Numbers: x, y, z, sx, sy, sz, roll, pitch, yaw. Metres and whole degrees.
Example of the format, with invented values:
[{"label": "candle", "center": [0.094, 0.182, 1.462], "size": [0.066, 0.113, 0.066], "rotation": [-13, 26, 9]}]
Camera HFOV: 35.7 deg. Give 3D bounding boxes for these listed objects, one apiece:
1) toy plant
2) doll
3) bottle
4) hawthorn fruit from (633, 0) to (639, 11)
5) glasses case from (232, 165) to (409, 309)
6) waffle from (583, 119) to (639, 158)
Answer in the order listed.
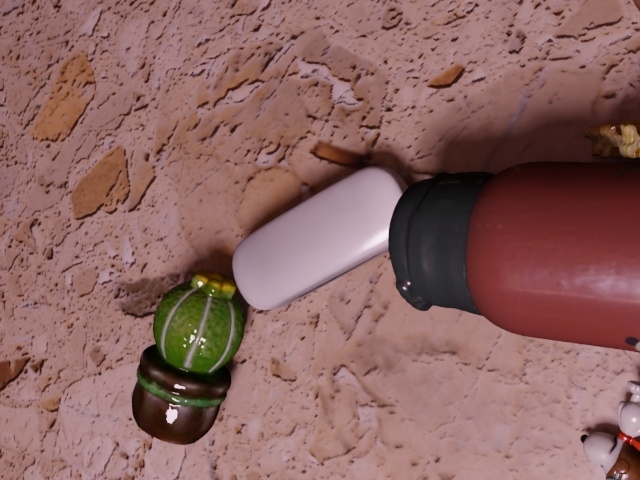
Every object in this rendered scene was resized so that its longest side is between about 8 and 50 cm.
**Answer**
[{"label": "toy plant", "center": [-0.123, 0.107, 0.952], "size": [0.093, 0.093, 0.162], "rotation": [24, 100, 28]}, {"label": "doll", "center": [0.241, 0.153, 0.770], "size": [0.058, 0.040, 0.085], "rotation": [50, 115, 31]}, {"label": "bottle", "center": [0.209, 0.011, 0.720], "size": [0.336, 0.144, 0.143], "rotation": [4, 94, 31]}, {"label": "hawthorn fruit", "center": [0.317, -0.192, 0.584], "size": [0.276, 0.300, 0.275], "rotation": [-1, 97, -10]}, {"label": "glasses case", "center": [0.000, 0.000, 0.899], "size": [0.193, 0.049, 0.074], "rotation": [-31, 76, 29]}, {"label": "waffle", "center": [0.217, -0.071, 0.685], "size": [0.125, 0.191, 0.032], "rotation": [2, 97, 31]}]
